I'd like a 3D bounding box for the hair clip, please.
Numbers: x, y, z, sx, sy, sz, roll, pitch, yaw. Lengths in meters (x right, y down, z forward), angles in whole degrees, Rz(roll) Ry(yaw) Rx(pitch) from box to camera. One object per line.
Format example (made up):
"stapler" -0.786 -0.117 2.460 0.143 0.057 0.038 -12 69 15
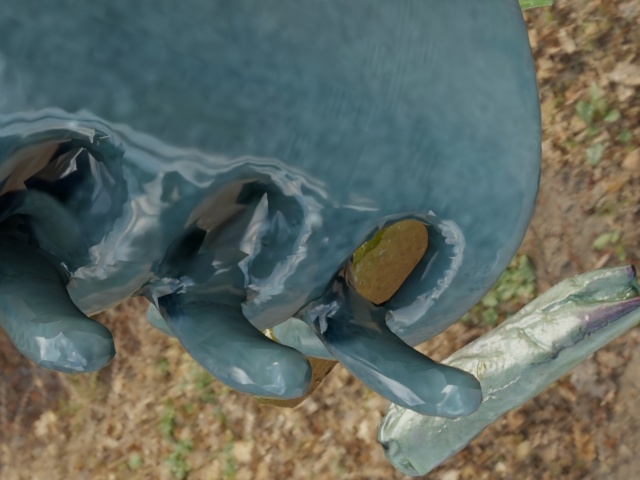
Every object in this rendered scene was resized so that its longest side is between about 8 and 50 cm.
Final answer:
"hair clip" -0.067 -0.084 0.386 0.392 0.318 0.238 10 88 60

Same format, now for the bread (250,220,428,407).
"bread" 0.000 0.000 0.645 0.103 0.132 0.172 37 88 12

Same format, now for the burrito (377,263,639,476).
"burrito" 0.179 0.119 1.149 0.309 0.096 0.066 -38 121 19

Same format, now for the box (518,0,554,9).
"box" 0.069 -0.245 0.952 0.175 0.260 0.062 -10 123 1
